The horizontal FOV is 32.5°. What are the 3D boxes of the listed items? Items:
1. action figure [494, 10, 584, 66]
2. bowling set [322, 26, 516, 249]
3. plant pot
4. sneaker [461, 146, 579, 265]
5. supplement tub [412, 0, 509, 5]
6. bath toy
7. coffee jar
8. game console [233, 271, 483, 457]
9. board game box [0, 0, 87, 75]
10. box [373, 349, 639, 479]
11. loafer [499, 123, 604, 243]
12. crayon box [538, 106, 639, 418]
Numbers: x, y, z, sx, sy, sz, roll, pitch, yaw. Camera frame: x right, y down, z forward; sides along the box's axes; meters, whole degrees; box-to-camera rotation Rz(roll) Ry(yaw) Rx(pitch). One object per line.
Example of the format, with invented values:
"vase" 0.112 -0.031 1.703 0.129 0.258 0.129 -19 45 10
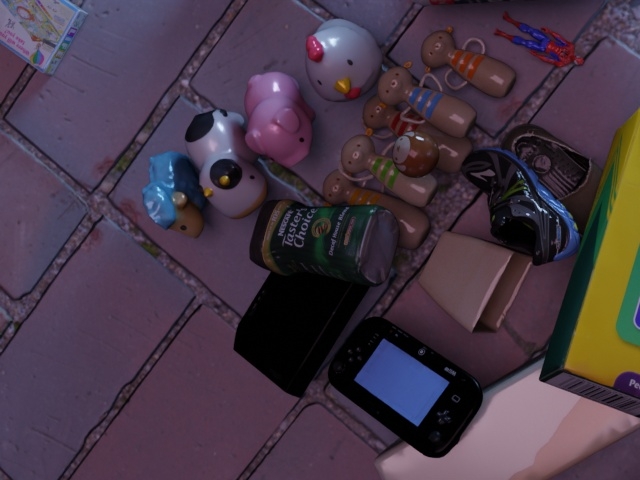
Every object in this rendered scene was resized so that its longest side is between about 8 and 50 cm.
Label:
"action figure" 0.272 -0.243 1.352 0.115 0.030 0.038 28 93 12
"bowling set" 0.099 -0.138 1.320 0.154 0.200 0.287 31 95 16
"plant pot" 0.185 0.043 1.343 0.096 0.109 0.109 30 99 23
"sneaker" 0.221 -0.042 1.279 0.078 0.067 0.188 -27 53 -15
"supplement tub" 0.231 -0.375 1.276 0.272 0.191 0.191 1 91 17
"bath toy" -0.071 -0.142 1.375 0.348 0.129 0.151 -37 78 21
"coffee jar" 0.000 0.000 1.348 0.184 0.079 0.096 5 72 38
"game console" 0.053 0.123 1.333 0.361 0.044 0.213 32 92 40
"board game box" -0.417 -0.318 1.548 0.154 0.026 0.103 35 100 13
"box" 0.232 0.226 1.308 0.311 0.148 0.121 -34 82 15
"loafer" 0.314 -0.048 1.309 0.251 0.087 0.094 37 100 13
"crayon box" 0.459 0.062 1.178 0.363 0.106 0.313 20 75 2
